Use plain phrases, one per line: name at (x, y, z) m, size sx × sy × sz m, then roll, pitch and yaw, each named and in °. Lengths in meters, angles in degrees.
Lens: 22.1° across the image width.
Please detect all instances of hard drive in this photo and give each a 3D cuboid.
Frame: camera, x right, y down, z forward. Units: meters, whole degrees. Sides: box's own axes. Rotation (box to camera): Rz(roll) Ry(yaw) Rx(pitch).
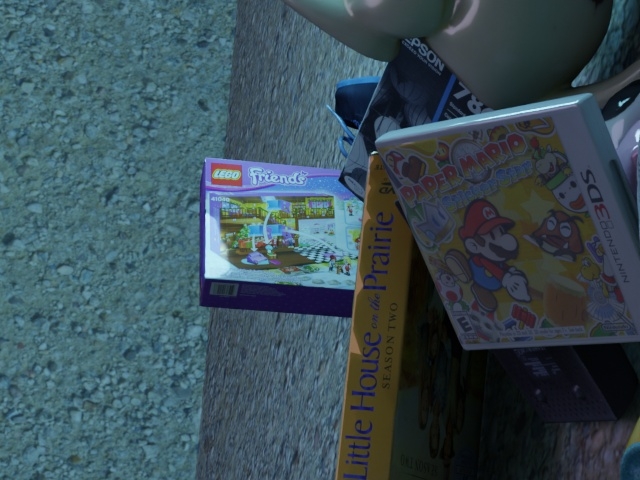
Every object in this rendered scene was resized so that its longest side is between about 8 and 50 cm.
hard drive at (0.176, 0.047, 1.466) m, size 0.254 × 0.054 × 0.172 m, roll 55°, pitch 163°, yaw -3°

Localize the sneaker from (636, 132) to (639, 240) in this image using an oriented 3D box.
sneaker at (0.308, -0.004, 1.038) m, size 0.321 × 0.180 × 0.124 m, roll -98°, pitch 3°, yaw -72°

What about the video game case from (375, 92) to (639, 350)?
video game case at (0.164, -0.007, 1.333) m, size 0.227 × 0.026 × 0.206 m, roll -7°, pitch 112°, yaw 49°

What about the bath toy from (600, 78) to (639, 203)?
bath toy at (0.273, -0.075, 1.291) m, size 0.348 × 0.129 × 0.151 m, roll 148°, pitch 126°, yaw -71°

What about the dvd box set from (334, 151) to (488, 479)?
dvd box set at (0.100, 0.152, 1.652) m, size 0.307 × 0.062 × 0.420 m, roll 34°, pitch -120°, yaw -65°

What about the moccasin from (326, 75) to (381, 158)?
moccasin at (0.087, -0.145, 2.080) m, size 0.342 × 0.138 × 0.116 m, roll -169°, pitch 84°, yaw -77°

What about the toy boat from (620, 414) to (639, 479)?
toy boat at (0.267, 0.152, 0.997) m, size 0.318 × 0.148 × 0.267 m, roll 139°, pitch 141°, yaw -64°

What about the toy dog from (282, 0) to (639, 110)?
toy dog at (0.181, -0.343, 1.489) m, size 0.395 × 0.284 × 0.408 m, roll 45°, pitch 123°, yaw 34°

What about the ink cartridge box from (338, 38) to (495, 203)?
ink cartridge box at (0.139, -0.138, 1.824) m, size 0.165 × 0.065 × 0.332 m, roll 42°, pitch 137°, yaw 19°

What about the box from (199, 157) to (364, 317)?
box at (0.000, 0.000, 1.994) m, size 0.057 × 0.293 × 0.201 m, roll 105°, pitch 167°, yaw -47°
